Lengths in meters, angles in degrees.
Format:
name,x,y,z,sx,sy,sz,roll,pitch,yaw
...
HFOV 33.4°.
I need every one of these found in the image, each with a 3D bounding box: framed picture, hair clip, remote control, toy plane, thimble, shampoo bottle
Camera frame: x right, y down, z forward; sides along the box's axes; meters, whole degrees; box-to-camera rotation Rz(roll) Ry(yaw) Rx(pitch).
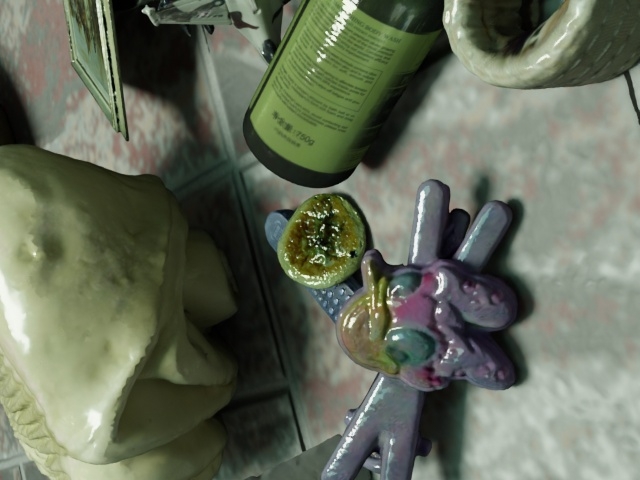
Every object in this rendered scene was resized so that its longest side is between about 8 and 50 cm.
name,x,y,z,sx,sy,sz,roll,pitch,yaw
framed picture,-0.237,-0.237,1.070,0.274,0.017,0.217,-135,37,-59
hair clip,0.074,0.096,0.799,0.137,0.090,0.278,21,121,9
remote control,0.003,0.028,0.918,0.152,0.027,0.043,51,126,30
toy plane,-0.055,-0.192,0.837,0.234,0.160,0.082,62,-173,-86
thimble,0.143,-0.146,0.664,0.115,0.090,0.102,-39,67,48
shampoo bottle,0.038,-0.166,0.778,0.101,0.101,0.284,56,134,28

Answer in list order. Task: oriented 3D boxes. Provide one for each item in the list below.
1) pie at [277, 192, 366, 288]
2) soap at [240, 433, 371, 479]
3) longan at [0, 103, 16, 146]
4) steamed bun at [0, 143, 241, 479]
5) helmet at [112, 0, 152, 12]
name,x,y,z,sx,sy,sz,roll,pitch,yaw
pie,0.002,0.000,0.894,0.084,0.021,0.084,-8,71,24
soap,0.007,0.356,0.878,0.302,0.159,0.257,48,128,32
longan,-0.511,-0.071,1.337,0.288,0.288,0.350,-34,62,48
steamed bun,-0.197,0.076,1.008,0.352,0.247,0.339,56,155,4
helmet,-0.158,-0.306,0.983,0.153,0.107,0.177,115,140,-66
